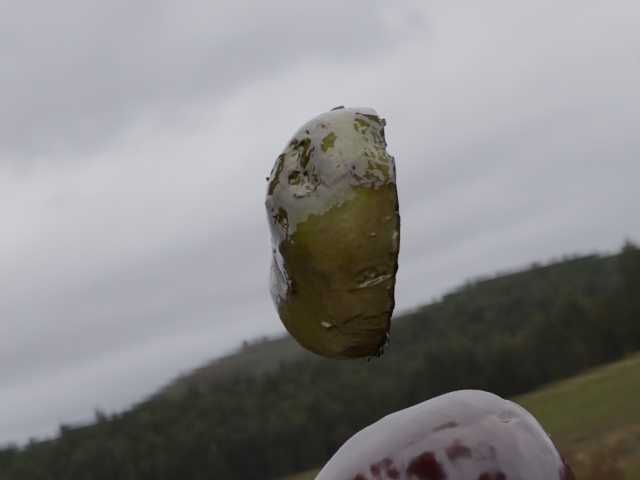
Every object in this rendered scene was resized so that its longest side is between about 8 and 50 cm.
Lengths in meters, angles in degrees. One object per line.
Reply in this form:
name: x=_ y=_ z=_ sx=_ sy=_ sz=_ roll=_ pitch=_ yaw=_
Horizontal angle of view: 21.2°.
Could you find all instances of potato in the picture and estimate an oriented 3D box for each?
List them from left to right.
potato: x=0.000 y=0.000 z=1.153 sx=0.081 sy=0.164 sz=0.200 roll=-5 pitch=-34 yaw=-8

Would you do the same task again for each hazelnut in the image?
hazelnut: x=0.081 y=0.221 z=1.275 sx=0.229 sy=0.230 sz=0.229 roll=-13 pitch=-6 yaw=-1
